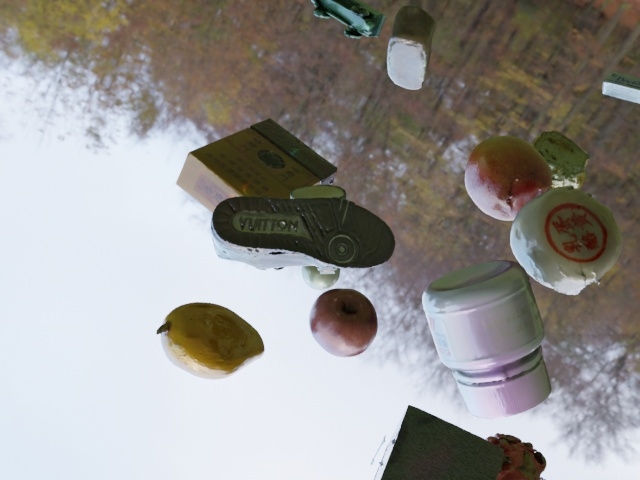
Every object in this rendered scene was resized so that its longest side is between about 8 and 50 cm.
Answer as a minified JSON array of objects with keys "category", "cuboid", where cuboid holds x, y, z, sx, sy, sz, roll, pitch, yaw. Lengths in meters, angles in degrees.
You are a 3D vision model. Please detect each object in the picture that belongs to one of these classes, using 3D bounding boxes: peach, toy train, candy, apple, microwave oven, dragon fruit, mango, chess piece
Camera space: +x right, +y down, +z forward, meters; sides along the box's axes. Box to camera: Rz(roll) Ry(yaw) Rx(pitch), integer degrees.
[{"category":"peach","cuboid":[0.503,-0.166,2.117,0.231,0.231,0.231,26,-157,-12]},{"category":"toy train","cuboid":[0.060,-0.501,1.728,0.172,0.070,0.099,38,-144,23]},{"category":"candy","cuboid":[0.219,-0.465,1.929,0.102,0.104,0.234,14,162,6]},{"category":"apple","cuboid":[0.051,0.172,1.688,0.153,0.120,0.153,10,-127,-14]},{"category":"microwave oven","cuboid":[0.298,0.744,2.203,0.374,0.236,0.432,25,-136,6]},{"category":"dragon fruit","cuboid":[0.598,0.754,2.514,0.269,0.250,0.291,35,-129,2]},{"category":"mango","cuboid":[-0.235,0.220,1.736,0.317,0.119,0.176,12,-132,-53]},{"category":"chess piece","cuboid":[0.000,0.000,1.864,0.133,0.243,0.133,-2,-158,1]}]

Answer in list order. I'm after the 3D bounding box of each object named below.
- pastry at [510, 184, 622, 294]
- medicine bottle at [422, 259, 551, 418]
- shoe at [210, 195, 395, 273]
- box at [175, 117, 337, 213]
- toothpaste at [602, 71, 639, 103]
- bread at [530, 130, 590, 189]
[{"category":"pastry","cuboid":[0.581,-0.005,1.865,0.265,0.133,0.264,5,-115,-11]},{"category":"medicine bottle","cuboid":[0.379,0.218,1.766,0.241,0.241,0.302,-35,-72,-66]},{"category":"shoe","cuboid":[-0.038,-0.004,1.267,0.293,0.109,0.149,8,166,-15]},{"category":"box","cuboid":[-0.158,-0.174,2.114,0.264,0.115,0.415,37,-147,12]},{"category":"toothpaste","cuboid":[0.669,-0.305,1.630,0.164,0.034,0.046,24,-126,32]},{"category":"bread","cuboid":[0.730,-0.195,2.528,0.196,0.252,0.238,-24,-129,-23]}]
